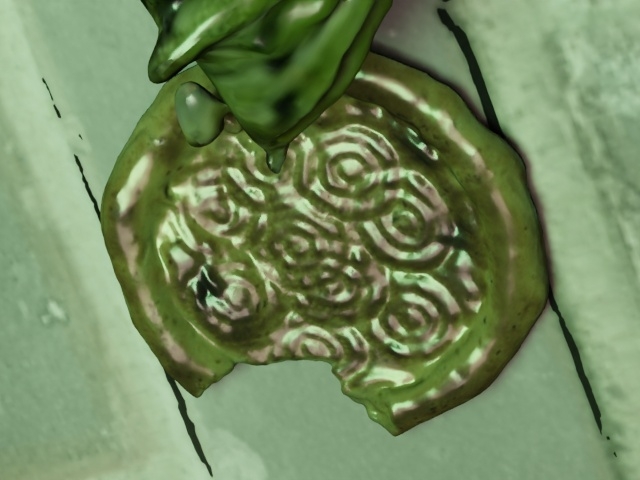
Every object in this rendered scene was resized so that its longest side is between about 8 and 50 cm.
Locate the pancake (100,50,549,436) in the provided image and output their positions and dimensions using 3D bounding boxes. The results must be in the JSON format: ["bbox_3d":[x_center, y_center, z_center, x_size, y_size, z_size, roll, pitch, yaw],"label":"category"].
[{"bbox_3d":[0.000,0.000,0.939,0.235,0.029,0.212,5,112,10],"label":"pancake"}]

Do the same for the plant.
[{"bbox_3d":[0.043,-0.190,0.790,0.333,0.180,0.251,-22,101,9],"label":"plant"}]
